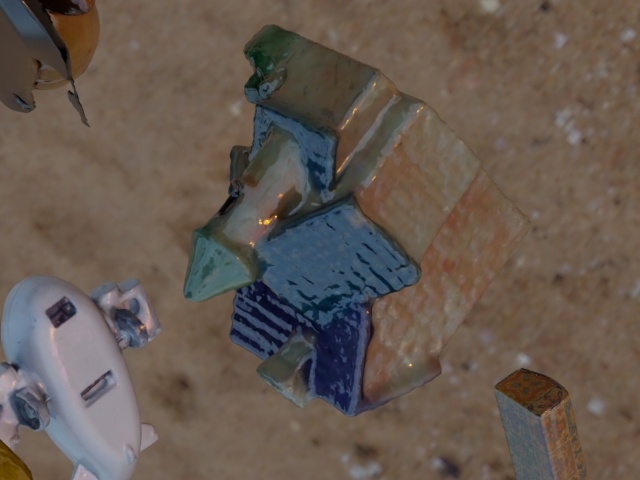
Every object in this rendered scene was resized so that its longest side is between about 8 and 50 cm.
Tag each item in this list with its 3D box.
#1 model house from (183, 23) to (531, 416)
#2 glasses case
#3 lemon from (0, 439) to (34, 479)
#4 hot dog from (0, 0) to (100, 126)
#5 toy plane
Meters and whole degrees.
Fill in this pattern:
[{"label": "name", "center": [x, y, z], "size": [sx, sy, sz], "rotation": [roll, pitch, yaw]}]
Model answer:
[{"label": "model house", "center": [0.000, 0.000, 1.784], "size": [0.245, 0.280, 0.312], "rotation": [30, 171, 42]}, {"label": "glasses case", "center": [0.242, 0.235, 1.988], "size": [0.075, 0.049, 0.218], "rotation": [32, 148, 46]}, {"label": "lemon", "center": [-0.396, 0.269, 1.649], "size": [0.316, 0.285, 0.285], "rotation": [5, 133, 4]}, {"label": "hot dog", "center": [-0.262, -0.214, 1.779], "size": [0.194, 0.107, 0.326], "rotation": [50, 163, -22]}, {"label": "toy plane", "center": [-0.241, 0.140, 1.823], "size": [0.117, 0.245, 0.244], "rotation": [8, 131, 47]}]
